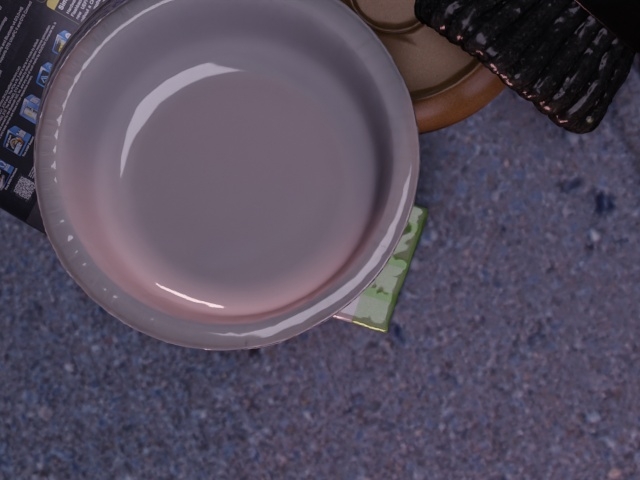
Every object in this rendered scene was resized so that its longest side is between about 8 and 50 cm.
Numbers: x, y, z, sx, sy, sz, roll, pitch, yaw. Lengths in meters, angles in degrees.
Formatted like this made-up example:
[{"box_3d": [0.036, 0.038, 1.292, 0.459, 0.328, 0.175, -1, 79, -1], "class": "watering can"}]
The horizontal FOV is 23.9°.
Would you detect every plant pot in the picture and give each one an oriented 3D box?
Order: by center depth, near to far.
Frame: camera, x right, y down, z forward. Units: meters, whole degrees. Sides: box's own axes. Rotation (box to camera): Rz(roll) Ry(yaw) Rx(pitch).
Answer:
[{"box_3d": [0.059, -0.201, 1.196, 0.236, 0.032, 0.236, 0, 94, 7], "class": "plant pot"}]

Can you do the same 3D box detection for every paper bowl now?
[{"box_3d": [-0.067, -0.058, 1.107, 0.284, 0.148, 0.284, -2, 104, -8], "class": "paper bowl"}]

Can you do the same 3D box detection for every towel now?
[{"box_3d": [0.000, 0.000, 1.227, 0.152, 0.023, 0.113, 20, 99, 3], "class": "towel"}]

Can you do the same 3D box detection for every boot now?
[{"box_3d": [0.270, -0.178, 1.110, 0.348, 0.131, 0.260, 31, 94, 1], "class": "boot"}]

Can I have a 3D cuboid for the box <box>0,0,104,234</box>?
[{"box_3d": [-0.233, -0.243, 1.200, 0.318, 0.097, 0.395, 29, 98, 2], "class": "box"}]
